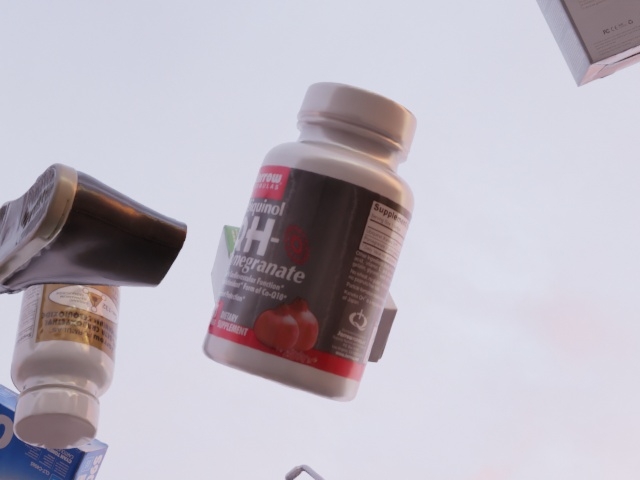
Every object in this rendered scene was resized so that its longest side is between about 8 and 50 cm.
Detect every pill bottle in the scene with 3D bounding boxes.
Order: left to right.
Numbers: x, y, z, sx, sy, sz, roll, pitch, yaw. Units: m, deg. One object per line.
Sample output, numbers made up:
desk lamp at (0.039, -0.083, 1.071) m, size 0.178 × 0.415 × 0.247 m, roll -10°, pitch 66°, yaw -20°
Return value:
pill bottle at (-0.335, 0.147, 1.175) m, size 0.131 × 0.229 × 0.131 m, roll -3°, pitch -38°, yaw -2°
pill bottle at (0.000, 0.000, 0.975) m, size 0.176 × 0.176 × 0.319 m, roll 21°, pitch -98°, yaw -23°

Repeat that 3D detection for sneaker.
sneaker at (-0.207, 0.015, 0.742) m, size 0.118 × 0.222 × 0.083 m, roll 24°, pitch -116°, yaw -29°

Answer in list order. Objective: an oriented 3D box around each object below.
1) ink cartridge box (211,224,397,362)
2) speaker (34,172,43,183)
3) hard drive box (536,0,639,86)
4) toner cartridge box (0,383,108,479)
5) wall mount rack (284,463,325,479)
ink cartridge box at (-0.025, 0.070, 1.186) m, size 0.219 × 0.160 × 0.093 m, roll 9°, pitch -62°, yaw -18°
speaker at (-0.401, -0.073, 1.393) m, size 0.055 × 0.136 × 0.055 m, roll 0°, pitch -94°, yaw -2°
hard drive box at (0.383, -0.350, 1.186) m, size 0.181 × 0.089 × 0.232 m, roll -21°, pitch -101°, yaw 0°
toner cartridge box at (-0.522, 0.325, 1.421) m, size 0.347 × 0.075 × 0.165 m, roll 23°, pitch -87°, yaw 18°
wall mount rack at (-0.071, 0.575, 1.565) m, size 0.304 × 0.130 × 0.350 m, roll -42°, pitch -57°, yaw -20°
